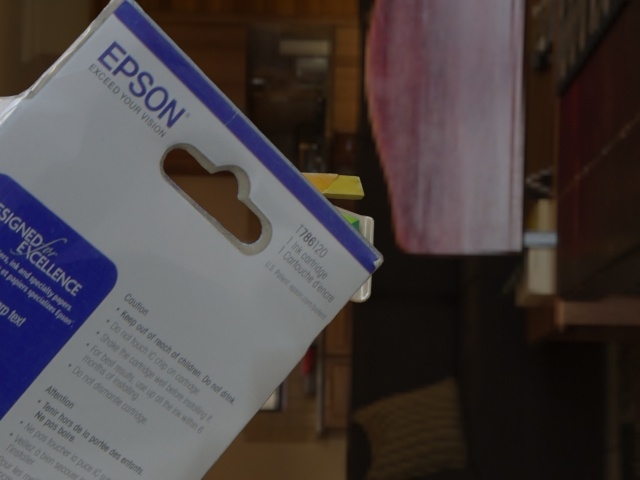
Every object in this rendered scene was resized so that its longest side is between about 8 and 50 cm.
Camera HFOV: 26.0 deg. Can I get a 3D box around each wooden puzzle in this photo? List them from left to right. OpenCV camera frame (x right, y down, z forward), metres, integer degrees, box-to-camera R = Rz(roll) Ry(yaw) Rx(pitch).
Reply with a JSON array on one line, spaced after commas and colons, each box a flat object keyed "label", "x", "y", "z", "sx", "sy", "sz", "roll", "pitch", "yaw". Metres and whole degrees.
[{"label": "wooden puzzle", "x": 0.000, "y": 0.000, "z": 0.881, "sx": 0.014, "sy": 0.079, "sz": 0.116, "roll": 128, "pitch": 146, "yaw": -50}]

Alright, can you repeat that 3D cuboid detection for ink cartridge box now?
[{"label": "ink cartridge box", "x": -0.138, "y": 0.080, "z": 0.481, "sx": 0.165, "sy": 0.332, "sz": 0.065, "roll": 46, "pitch": 173, "yaw": -40}]
